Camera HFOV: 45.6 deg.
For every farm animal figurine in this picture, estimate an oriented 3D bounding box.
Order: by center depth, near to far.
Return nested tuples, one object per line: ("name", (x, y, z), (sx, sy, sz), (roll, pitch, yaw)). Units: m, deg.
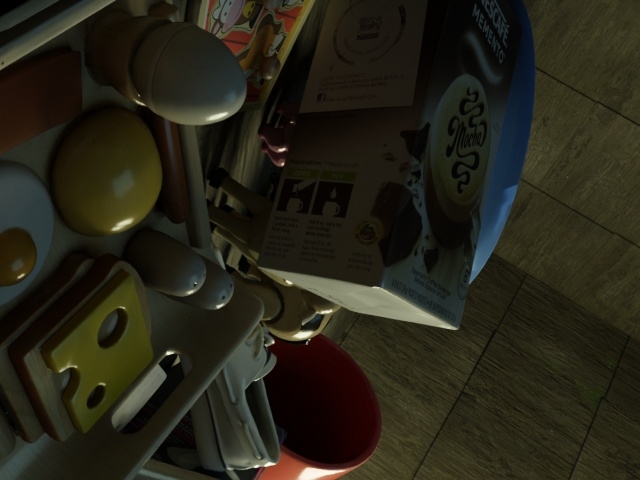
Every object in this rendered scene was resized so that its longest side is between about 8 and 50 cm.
("farm animal figurine", (0.000, 0.000, 0.843), (0.330, 0.172, 0.326), (-47, 166, -49))

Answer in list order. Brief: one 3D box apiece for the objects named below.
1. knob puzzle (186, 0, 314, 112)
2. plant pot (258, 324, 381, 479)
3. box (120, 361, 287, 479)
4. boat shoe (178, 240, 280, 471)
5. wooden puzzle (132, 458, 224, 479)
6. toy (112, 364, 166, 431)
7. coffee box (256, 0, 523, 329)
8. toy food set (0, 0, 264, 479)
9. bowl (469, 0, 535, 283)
("knob puzzle", (-0.037, -0.166, 0.553), (0.213, 0.030, 0.213), (-55, 170, -14))
("plant pot", (-0.076, 0.313, 1.275), (0.243, 0.275, 0.275), (-51, 176, 35))
("box", (-0.175, 0.265, 0.825), (0.143, 0.165, 0.270), (-59, 170, 17))
("boat shoe", (-0.084, 0.109, 0.739), (0.095, 0.084, 0.258), (-74, 160, -62))
("wooden puzzle", (-0.174, 0.317, 0.601), (0.322, 0.080, 0.348), (-50, 134, 10))
("toy", (-0.195, 0.104, 0.540), (0.137, 0.056, 0.237), (-50, 164, -20))
("coffee box", (0.072, -0.090, 0.659), (0.168, 0.119, 0.297), (29, 72, -56))
("toy food set", (-0.104, 0.007, 0.411), (0.220, 0.092, 0.306), (-51, 152, -38))
("bowl", (0.143, -0.125, 0.956), (0.391, 0.077, 0.391), (-172, -90, -80))
